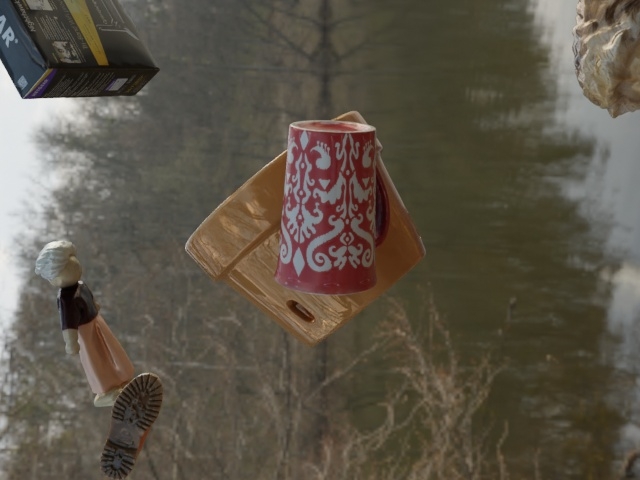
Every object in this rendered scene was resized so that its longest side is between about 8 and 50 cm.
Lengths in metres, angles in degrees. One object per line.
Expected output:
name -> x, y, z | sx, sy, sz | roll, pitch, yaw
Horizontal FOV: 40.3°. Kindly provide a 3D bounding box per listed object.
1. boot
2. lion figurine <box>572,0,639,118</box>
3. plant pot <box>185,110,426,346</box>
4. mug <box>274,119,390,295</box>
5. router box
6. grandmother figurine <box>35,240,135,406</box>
boot -> -0.251, 0.238, 1.188 | 0.085, 0.059, 0.158 | -71, 6, -73
lion figurine -> 0.329, -0.336, 0.871 | 0.142, 0.240, 0.392 | 17, 127, 66
plant pot -> 0.000, 0.000, 1.139 | 0.203, 0.291, 0.291 | 51, 175, 2
mug -> 0.013, -0.043, 0.949 | 0.150, 0.113, 0.169 | -49, -38, -70
router box -> -0.427, -0.373, 1.383 | 0.243, 0.081, 0.309 | -16, -106, -57
grandmother figurine -> -0.481, 0.158, 1.780 | 0.208, 0.104, 0.343 | -129, 19, -71
